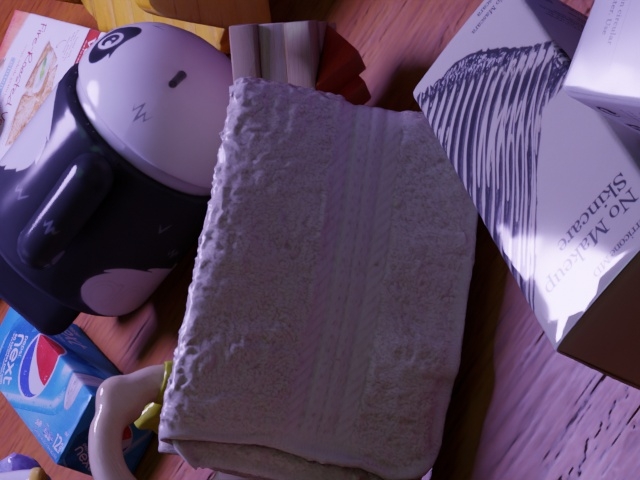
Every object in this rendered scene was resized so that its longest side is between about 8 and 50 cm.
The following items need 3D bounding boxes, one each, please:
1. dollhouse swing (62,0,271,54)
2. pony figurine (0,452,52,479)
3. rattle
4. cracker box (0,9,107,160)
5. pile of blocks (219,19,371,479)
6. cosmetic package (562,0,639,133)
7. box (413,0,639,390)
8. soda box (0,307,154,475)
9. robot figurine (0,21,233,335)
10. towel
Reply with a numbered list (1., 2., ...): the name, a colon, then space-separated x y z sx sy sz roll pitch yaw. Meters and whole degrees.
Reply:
1. dollhouse swing: -0.275 -0.285 1.654 0.347 0.305 0.315 18 122 53
2. pony figurine: -0.392 0.269 1.563 0.363 0.303 0.351 -4 68 6
3. rattle: -0.114 0.200 1.468 0.143 0.130 0.200 -35 70 55
4. cracker box: -0.255 -0.130 1.874 0.232 0.067 0.156 20 88 57
5. pile of blocks: 0.000 0.000 1.412 0.112 0.149 0.362 -2 73 18
6. cosmetic package: 0.312 -0.117 0.976 0.365 0.155 0.197 20 87 57
7. box: 0.160 -0.041 1.200 0.113 0.094 0.275 -52 35 21
8. soda box: -0.215 0.128 1.649 0.067 0.071 0.210 -63 33 6
9. robot figurine: -0.172 -0.053 1.607 0.278 0.173 0.209 -49 39 26
10. towel: 0.004 0.030 1.300 0.049 0.187 0.282 114 167 -70
